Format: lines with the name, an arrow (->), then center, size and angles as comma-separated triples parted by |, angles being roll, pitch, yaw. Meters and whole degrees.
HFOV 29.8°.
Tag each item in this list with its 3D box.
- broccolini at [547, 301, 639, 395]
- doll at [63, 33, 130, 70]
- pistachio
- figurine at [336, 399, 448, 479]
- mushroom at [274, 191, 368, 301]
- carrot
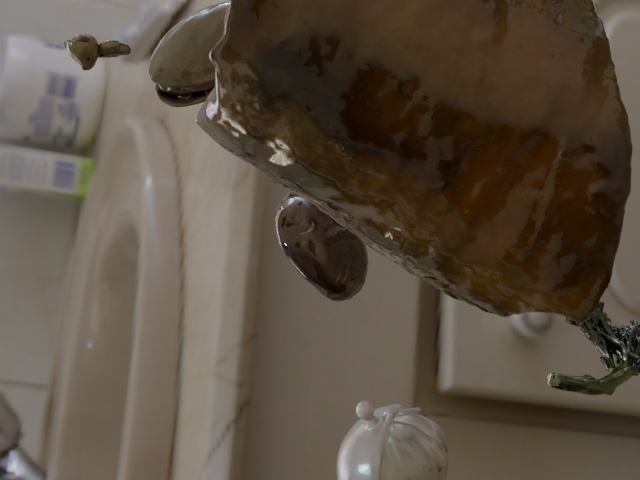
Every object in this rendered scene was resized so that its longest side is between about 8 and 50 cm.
broccolini -> 0.316, 0.125, 1.414 | 0.123, 0.271, 0.062 | 25, 110, 30
doll -> -0.308, -0.269, 1.669 | 0.061, 0.093, 0.051 | -10, 106, 39
pistachio -> -0.161, -0.286, 1.818 | 0.136, 0.226, 0.136 | 45, 158, 24
figurine -> 0.080, 0.274, 1.320 | 0.144, 0.182, 0.257 | 26, 129, 34
mushroom -> 0.002, -0.001, 1.352 | 0.135, 0.080, 0.170 | 58, -177, -20
carrot -> 0.070, -0.114, 0.863 | 0.241, 0.340, 0.241 | -54, 13, 19
